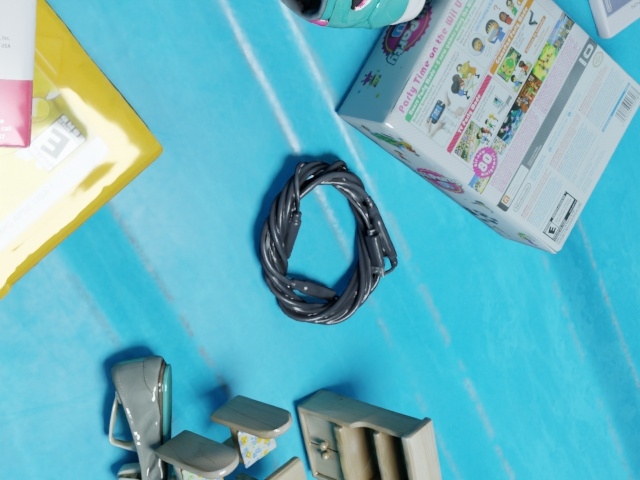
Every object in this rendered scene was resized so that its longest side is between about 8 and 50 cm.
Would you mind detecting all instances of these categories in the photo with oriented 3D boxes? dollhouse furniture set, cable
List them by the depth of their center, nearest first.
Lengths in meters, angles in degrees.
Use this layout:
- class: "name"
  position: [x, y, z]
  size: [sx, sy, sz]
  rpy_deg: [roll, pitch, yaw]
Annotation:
- class: "dollhouse furniture set"
  position: [-0.012, 0.268, 1.003]
  size: [0.242, 0.161, 0.212]
  rpy_deg: [-30, 118, -40]
- class: "cable"
  position: [0.000, 0.000, 1.054]
  size: [0.150, 0.047, 0.184]
  rpy_deg: [-33, 120, -14]

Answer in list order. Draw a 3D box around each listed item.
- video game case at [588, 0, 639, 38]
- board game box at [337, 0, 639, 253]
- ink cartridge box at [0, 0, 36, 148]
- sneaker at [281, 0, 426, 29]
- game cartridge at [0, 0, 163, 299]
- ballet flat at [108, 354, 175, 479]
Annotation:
- class: "video game case"
  position: [0.380, -0.377, 1.184]
  size: [0.183, 0.023, 0.201]
  rpy_deg: [-35, 118, -18]
- class: "board game box"
  position: [0.199, -0.153, 1.095]
  size: [0.303, 0.097, 0.224]
  rpy_deg: [32, 85, -34]
- class: "ink cartridge box"
  position: [-0.307, -0.194, 0.727]
  size: [0.172, 0.100, 0.237]
  rpy_deg: [-2, 105, -29]
- class: "sneaker"
  position: [-0.001, -0.334, 0.920]
  size: [0.178, 0.124, 0.295]
  rpy_deg: [-25, 116, -33]
- class: "game cartridge"
  position: [-0.336, -0.076, 0.827]
  size: [0.324, 0.052, 0.285]
  rpy_deg: [-45, 120, -14]
- class: "ballet flat"
  position: [-0.178, 0.217, 0.998]
  size: [0.068, 0.072, 0.213]
  rpy_deg: [-4, 106, -1]
